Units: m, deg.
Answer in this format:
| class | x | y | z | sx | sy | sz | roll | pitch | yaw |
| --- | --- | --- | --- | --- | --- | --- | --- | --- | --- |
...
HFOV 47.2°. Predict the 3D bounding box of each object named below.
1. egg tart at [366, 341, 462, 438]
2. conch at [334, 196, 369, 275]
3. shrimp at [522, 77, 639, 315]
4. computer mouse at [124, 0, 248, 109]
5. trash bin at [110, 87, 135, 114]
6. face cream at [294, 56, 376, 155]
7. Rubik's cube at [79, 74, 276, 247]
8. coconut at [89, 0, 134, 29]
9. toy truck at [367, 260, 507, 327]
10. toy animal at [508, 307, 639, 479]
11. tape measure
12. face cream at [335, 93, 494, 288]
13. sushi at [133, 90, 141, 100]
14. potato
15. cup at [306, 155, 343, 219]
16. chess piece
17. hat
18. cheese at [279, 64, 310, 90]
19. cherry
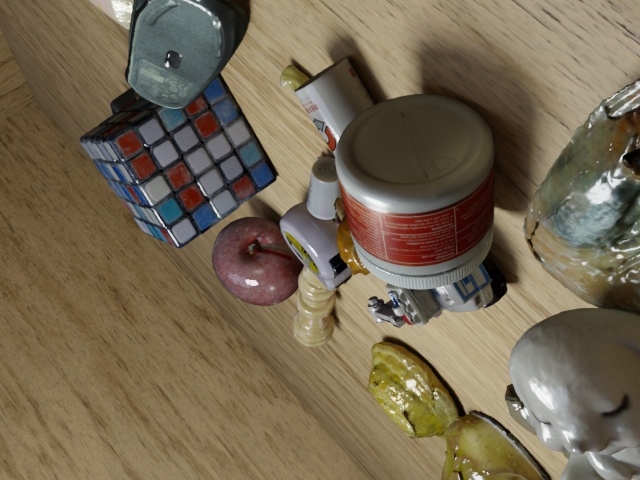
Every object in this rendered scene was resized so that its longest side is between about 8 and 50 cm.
| class | x | y | z | sx | sy | sz | roll | pitch | yaw |
| --- | --- | --- | --- | --- | --- | --- | --- | --- | --- |
| egg tart | 0.204 | 0.370 | 1.735 | 0.290 | 0.115 | 0.290 | 46 | 161 | 21 |
| conch | 0.071 | -0.015 | 1.193 | 0.330 | 0.093 | 0.109 | -98 | -15 | -69 |
| shrimp | 0.332 | -0.032 | 0.750 | 0.221 | 0.110 | 0.446 | 38 | 161 | 20 |
| computer mouse | -0.255 | -0.373 | 1.339 | 0.203 | 0.114 | 0.374 | 24 | 154 | -18 |
| trash bin | -0.465 | -0.302 | 2.060 | 0.225 | 0.115 | 0.165 | 43 | 158 | 12 |
| face cream | 0.056 | -0.165 | 1.131 | 0.214 | 0.096 | 0.096 | 57 | 160 | -15 |
| Rubik's cube | -0.325 | -0.189 | 1.665 | 0.287 | 0.292 | 0.293 | 15 | 138 | 59 |
| coconut | -0.373 | -0.500 | 1.411 | 0.183 | 0.171 | 0.171 | 41 | 158 | 22 |
| toy truck | 0.167 | 0.060 | 1.161 | 0.161 | 0.177 | 0.213 | 57 | 161 | -12 |
| toy animal | 0.340 | 0.183 | 0.884 | 0.265 | 0.206 | 0.271 | 35 | 141 | -29 |
| tape measure | 0.002 | 0.001 | 1.557 | 0.196 | 0.105 | 0.178 | 51 | 168 | 7 |
| face cream | 0.130 | -0.066 | 0.979 | 0.201 | 0.201 | 0.187 | 38 | 157 | 35 |
| sushi | -0.413 | -0.351 | 1.875 | 0.150 | 0.090 | 0.078 | 34 | 158 | 38 |
| potato | 0.354 | 0.541 | 1.582 | 0.246 | 0.196 | 0.300 | 17 | 139 | 56 |
| cup | 0.008 | -0.111 | 1.399 | 0.116 | 0.074 | 0.104 | 92 | 165 | -57 |
| chess piece | -0.008 | 0.143 | 1.820 | 0.117 | 0.117 | 0.397 | 45 | 157 | 19 |
| hat | 0.397 | 0.324 | 1.251 | 0.147 | 0.085 | 0.175 | 11 | 135 | 61 |
| cheese | -0.036 | -0.262 | 1.246 | 0.083 | 0.044 | 0.030 | 42 | 175 | 20 |
| cherry | -0.158 | 0.054 | 1.836 | 0.236 | 0.213 | 0.285 | 63 | 175 | 16 |
